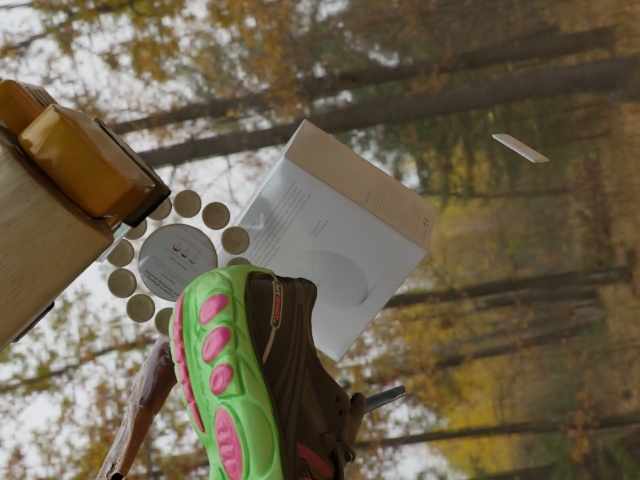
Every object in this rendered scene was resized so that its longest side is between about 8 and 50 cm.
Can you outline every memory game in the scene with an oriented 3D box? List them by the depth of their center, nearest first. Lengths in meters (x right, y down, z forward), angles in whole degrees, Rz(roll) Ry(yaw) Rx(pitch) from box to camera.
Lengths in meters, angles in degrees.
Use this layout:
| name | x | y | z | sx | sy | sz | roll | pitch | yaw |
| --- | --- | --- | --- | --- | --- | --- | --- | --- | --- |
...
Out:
| name | x | y | z | sx | sy | sz | roll | pitch | yaw |
| --- | --- | --- | --- | --- | --- | --- | --- | --- | --- |
| memory game | -0.175 | 0.028 | 1.347 | 0.012 | 0.186 | 0.186 | 137 | 124 | -81 |

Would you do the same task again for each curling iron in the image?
| name | x | y | z | sx | sy | sz | roll | pitch | yaw |
| --- | --- | --- | --- | --- | --- | --- | --- | --- | --- |
| curling iron | 0.006 | 0.278 | 1.754 | 0.035 | 0.274 | 0.068 | 60 | -165 | -66 |

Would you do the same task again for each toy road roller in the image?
| name | x | y | z | sx | sy | sz | roll | pitch | yaw |
| --- | --- | --- | --- | --- | --- | --- | --- | --- | --- |
| toy road roller | -0.277 | -0.050 | 0.845 | 0.240 | 0.202 | 0.329 | 46 | -179 | -6 |

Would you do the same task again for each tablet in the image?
| name | x | y | z | sx | sy | sz | roll | pitch | yaw |
| --- | --- | --- | --- | --- | --- | --- | --- | --- | --- |
| tablet | 0.310 | -0.144 | 1.683 | 0.054 | 0.083 | 0.006 | -8 | -51 | -53 |

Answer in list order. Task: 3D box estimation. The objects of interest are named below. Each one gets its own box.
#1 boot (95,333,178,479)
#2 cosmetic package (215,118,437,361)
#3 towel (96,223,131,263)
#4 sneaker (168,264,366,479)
| name | x | y | z | sx | sy | sz | roll | pitch | yaw |
| --- | --- | --- | --- | --- | --- | --- | --- | --- | --- |
| boot | -0.331 | 0.310 | 2.040 | 0.096 | 0.264 | 0.280 | 34 | -125 | -16 |
| cosmetic package | 0.000 | 0.000 | 1.472 | 0.225 | 0.224 | 0.138 | 33 | -151 | -8 |
| towel | -0.270 | -0.043 | 1.146 | 0.152 | 0.113 | 0.023 | 35 | -139 | -15 |
| sneaker | -0.023 | 0.260 | 1.210 | 0.202 | 0.185 | 0.482 | -10 | -89 | -35 |
